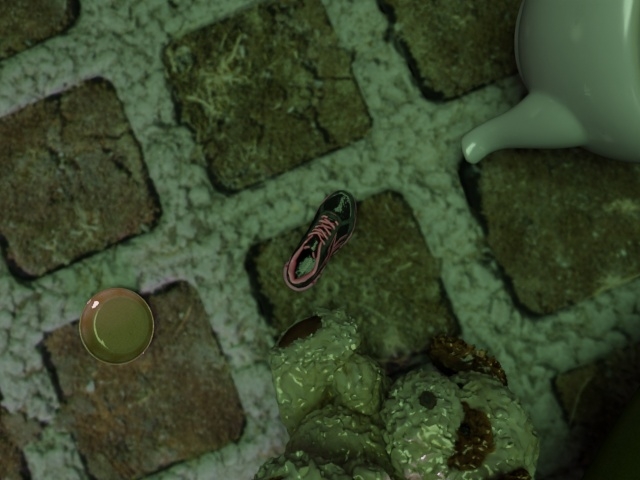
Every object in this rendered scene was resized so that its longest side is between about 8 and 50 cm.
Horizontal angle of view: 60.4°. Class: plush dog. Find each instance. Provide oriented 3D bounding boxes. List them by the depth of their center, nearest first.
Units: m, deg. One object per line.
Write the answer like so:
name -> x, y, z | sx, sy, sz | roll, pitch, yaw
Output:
plush dog -> 0.078, 0.192, 0.492 | 0.226, 0.262, 0.210 | -14, 120, 13

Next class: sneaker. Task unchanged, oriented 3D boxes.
sneaker -> 0.000, 0.000, 0.567 | 0.047, 0.057, 0.119 | 29, 89, 7

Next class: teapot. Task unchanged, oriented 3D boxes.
teapot -> 0.276, -0.197, 0.500 | 0.256, 0.187, 0.252 | -8, 107, -22

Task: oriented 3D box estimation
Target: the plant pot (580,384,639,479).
plant pot -> 0.387, 0.195, 0.408 | 0.367, 0.366, 0.352 | 25, 78, 5

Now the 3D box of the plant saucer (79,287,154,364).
plant saucer -> -0.220, 0.093, 0.600 | 0.084, 0.015, 0.083 | 0, 87, 5
